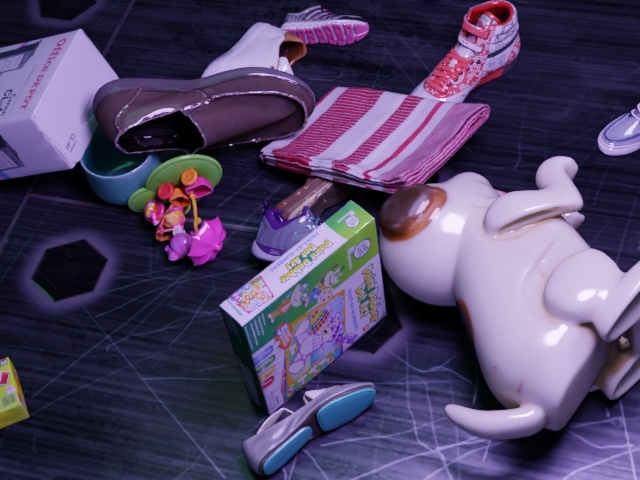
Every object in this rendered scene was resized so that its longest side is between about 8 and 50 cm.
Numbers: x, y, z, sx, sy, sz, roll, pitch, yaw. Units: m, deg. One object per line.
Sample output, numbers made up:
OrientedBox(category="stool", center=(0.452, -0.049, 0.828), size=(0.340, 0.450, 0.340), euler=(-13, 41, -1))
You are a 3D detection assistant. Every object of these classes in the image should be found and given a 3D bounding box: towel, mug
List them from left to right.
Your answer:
OrientedBox(category="mug", center=(-0.330, -0.135, 1.980), size=(0.129, 0.097, 0.158), euler=(13, 55, 18))
OrientedBox(category="towel", center=(0.084, -0.178, 1.922), size=(0.329, 0.037, 0.237), euler=(15, 46, 39))

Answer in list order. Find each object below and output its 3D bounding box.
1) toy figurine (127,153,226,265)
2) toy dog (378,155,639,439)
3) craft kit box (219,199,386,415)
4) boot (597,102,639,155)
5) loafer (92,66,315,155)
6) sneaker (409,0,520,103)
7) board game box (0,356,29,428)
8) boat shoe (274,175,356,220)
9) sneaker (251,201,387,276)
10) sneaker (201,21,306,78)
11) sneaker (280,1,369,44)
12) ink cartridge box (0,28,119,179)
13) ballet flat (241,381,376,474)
OrientedBox(category="toy figurine", center=(-0.223, -0.029, 1.890), size=(0.173, 0.130, 0.159), euler=(-27, 61, 15))
OrientedBox(category="toy dog", center=(0.264, 0.065, 1.670), size=(0.395, 0.284, 0.408), euler=(-47, 57, -4))
OrientedBox(category="craft kit box", center=(-0.016, 0.100, 1.663), size=(0.061, 0.250, 0.246), euler=(36, 66, 29))
OrientedBox(category="boot", center=(0.543, -0.216, 1.928), size=(0.190, 0.086, 0.069), euler=(-29, 55, -14))
OrientedBox(category="loafer", center=(-0.184, -0.190, 1.905), size=(0.366, 0.134, 0.130), euler=(-6, 50, -9))
OrientedBox(category="sneaker", center=(0.237, -0.310, 2.005), size=(0.270, 0.145, 0.090), euler=(-36, 56, -18))
OrientedBox(category="board game box", center=(-0.540, 0.254, 1.746), size=(0.181, 0.043, 0.092), euler=(-21, 52, -9))
OrientedBox(category="boat shoe", center=(-0.001, -0.086, 1.919), size=(0.178, 0.064, 0.060), euler=(-40, 60, -18))
OrientedBox(category="sneaker", center=(0.000, 0.000, 1.819), size=(0.223, 0.083, 0.098), euler=(11, 96, 15))
OrientedBox(category="sneaker", center=(-0.122, -0.281, 2.057), size=(0.123, 0.106, 0.290), euler=(18, 56, 23))
OrientedBox(category="sneaker", center=(0.007, -0.408, 2.164), size=(0.170, 0.063, 0.075), euler=(-2, 59, 13))
OrientedBox(category="ink cartridge box", center=(-0.530, -0.224, 2.001), size=(0.306, 0.131, 0.226), euler=(-8, 47, 30))
OrientedBox(category="ballet flat", center=(-0.020, 0.251, 1.660), size=(0.213, 0.072, 0.068), euler=(-33, 51, -16))
